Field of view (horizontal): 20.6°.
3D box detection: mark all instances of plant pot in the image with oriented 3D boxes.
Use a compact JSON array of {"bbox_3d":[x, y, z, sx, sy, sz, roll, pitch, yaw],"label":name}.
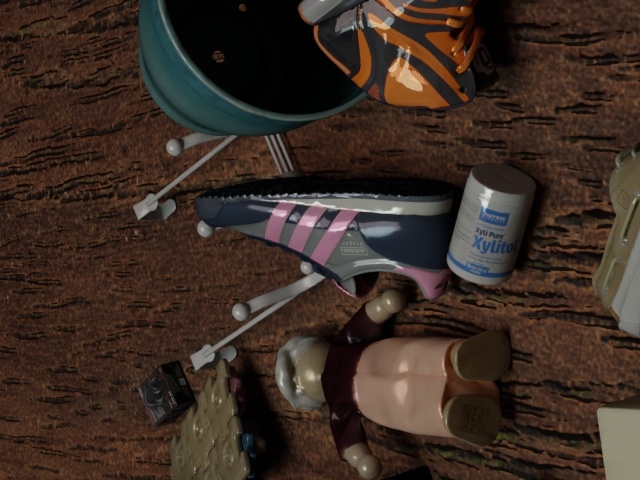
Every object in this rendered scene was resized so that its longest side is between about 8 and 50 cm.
[{"bbox_3d":[-0.081,-0.231,1.900,0.255,0.272,0.271,-27,77,66],"label":"plant pot"}]

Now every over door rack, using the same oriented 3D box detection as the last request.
[{"bbox_3d":[-0.121,-0.002,2.120,0.324,0.108,0.239,-41,66,49],"label":"over door rack"}]

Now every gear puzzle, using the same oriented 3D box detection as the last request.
[{"bbox_3d":[-0.143,0.304,2.261,0.339,0.044,0.175,122,141,-49],"label":"gear puzzle"}]

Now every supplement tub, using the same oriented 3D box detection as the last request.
[{"bbox_3d":[0.171,-0.016,1.766,0.071,0.071,0.107,39,129,40],"label":"supplement tub"}]

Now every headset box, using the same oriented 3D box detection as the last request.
[{"bbox_3d":[-0.208,0.207,2.345,0.083,0.032,0.062,-43,65,47],"label":"headset box"}]

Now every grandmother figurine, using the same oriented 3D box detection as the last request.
[{"bbox_3d":[0.063,0.158,1.937,0.342,0.104,0.207,4,75,55],"label":"grandmother figurine"}]

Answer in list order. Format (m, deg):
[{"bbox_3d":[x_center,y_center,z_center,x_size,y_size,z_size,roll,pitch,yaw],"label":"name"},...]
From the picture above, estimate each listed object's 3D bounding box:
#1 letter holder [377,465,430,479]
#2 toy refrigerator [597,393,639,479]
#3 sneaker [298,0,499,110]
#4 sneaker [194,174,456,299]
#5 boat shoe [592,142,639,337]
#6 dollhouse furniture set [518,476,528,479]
[{"bbox_3d":[-0.025,0.384,1.930,0.214,0.302,0.152,-40,67,49],"label":"letter holder"},{"bbox_3d":[0.377,0.184,1.525,0.269,0.102,0.094,-5,95,52],"label":"toy refrigerator"},{"bbox_3d":[0.147,-0.246,1.716,0.321,0.124,0.180,-31,102,32],"label":"sneaker"},{"bbox_3d":[0.000,0.000,1.906,0.319,0.112,0.131,4,106,34],"label":"sneaker"},{"bbox_3d":[0.306,-0.046,1.549,0.103,0.113,0.302,33,125,37],"label":"boat shoe"},{"bbox_3d":[0.183,0.358,1.777,0.161,0.101,0.182,-37,68,23],"label":"dollhouse furniture set"}]
